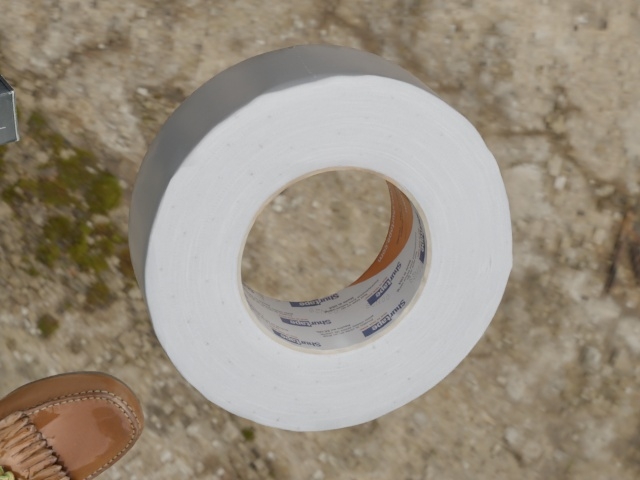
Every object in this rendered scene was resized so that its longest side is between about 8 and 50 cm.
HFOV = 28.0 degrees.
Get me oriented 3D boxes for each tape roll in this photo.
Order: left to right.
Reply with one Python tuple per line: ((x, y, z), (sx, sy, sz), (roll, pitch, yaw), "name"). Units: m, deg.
((0.000, 0.000, 0.756), (0.219, 0.072, 0.219), (-6, 114, -14), "tape roll")

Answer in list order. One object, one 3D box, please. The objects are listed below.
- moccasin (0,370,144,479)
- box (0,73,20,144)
((-0.364, 0.255, 1.372), (0.380, 0.147, 0.139), (-20, 111, 5), "moccasin")
((-0.146, -0.043, 0.402), (0.083, 0.067, 0.018), (-16, 127, -26), "box")
